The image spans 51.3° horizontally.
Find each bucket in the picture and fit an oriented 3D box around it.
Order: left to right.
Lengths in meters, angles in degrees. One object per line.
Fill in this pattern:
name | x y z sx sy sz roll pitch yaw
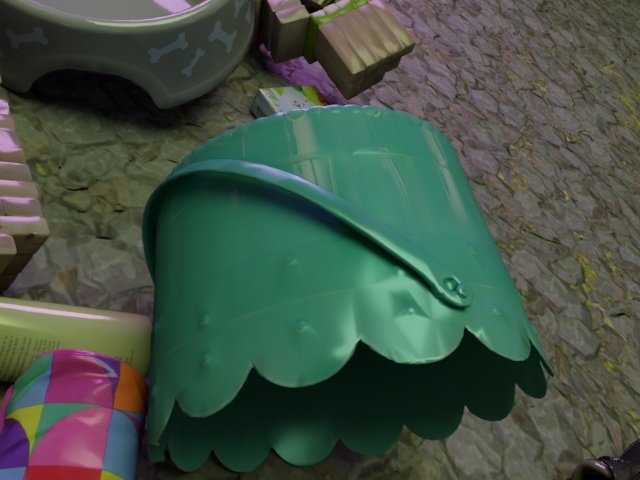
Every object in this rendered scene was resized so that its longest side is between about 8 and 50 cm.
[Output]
bucket | 0.005 0.047 0.483 0.281 0.281 0.183 7 58 -30

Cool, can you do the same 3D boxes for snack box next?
snack box | -0.011 -0.135 0.845 0.100 0.037 0.141 -17 63 -42

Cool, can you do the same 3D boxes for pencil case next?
pencil case | -0.165 0.182 0.394 0.105 0.104 0.236 19 42 -19

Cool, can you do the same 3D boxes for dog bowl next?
dog bowl | -0.236 -0.304 0.729 0.349 0.102 0.348 8 57 -13

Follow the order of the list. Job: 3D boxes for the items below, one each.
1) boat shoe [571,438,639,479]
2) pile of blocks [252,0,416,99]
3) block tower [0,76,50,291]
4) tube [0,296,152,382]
boat shoe | 0.286 0.249 0.659 0.224 0.080 0.073 -26 75 -42
pile of blocks | -0.049 -0.315 0.913 0.362 0.112 0.149 32 67 4
block tower | -0.317 -0.106 0.536 0.091 0.097 0.335 3 56 -50
tube | -0.240 0.065 0.463 0.240 0.062 0.070 11 90 -31
